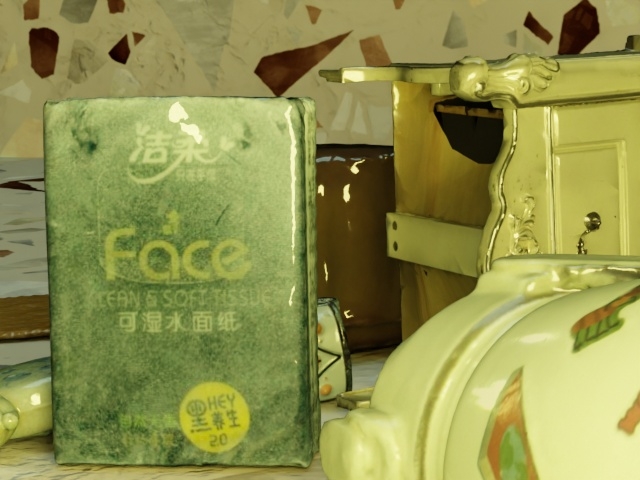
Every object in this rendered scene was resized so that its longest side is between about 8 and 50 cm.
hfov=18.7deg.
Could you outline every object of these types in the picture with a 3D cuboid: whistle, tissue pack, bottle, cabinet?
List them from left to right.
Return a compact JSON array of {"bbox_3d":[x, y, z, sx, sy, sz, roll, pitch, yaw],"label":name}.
[{"bbox_3d":[-0.233,0.132,1.402,0.104,0.057,0.198,-10,10,25],"label":"whistle"},{"bbox_3d":[-0.095,0.027,1.357,0.185,0.257,0.081,-1,5,8],"label":"tissue pack"},{"bbox_3d":[0.191,-0.007,1.445,0.318,0.290,0.227,-6,9,-28],"label":"cabinet"},{"bbox_3d":[0.158,0.113,0.898,0.229,0.229,0.352,-5,5,-26],"label":"bottle"}]

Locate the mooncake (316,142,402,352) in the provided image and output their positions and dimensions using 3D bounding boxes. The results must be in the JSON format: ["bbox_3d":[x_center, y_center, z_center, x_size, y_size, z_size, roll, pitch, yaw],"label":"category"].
[{"bbox_3d":[-0.001,-0.001,1.833,0.324,0.187,0.324,0,6,0],"label":"mooncake"}]

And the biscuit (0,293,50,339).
[{"bbox_3d":[-0.319,0.077,1.947,0.237,0.013,0.232,-4,8,-15],"label":"biscuit"}]

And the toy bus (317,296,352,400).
[{"bbox_3d":[-0.038,0.084,1.588,0.089,0.087,0.194,-11,11,-18],"label":"toy bus"}]
